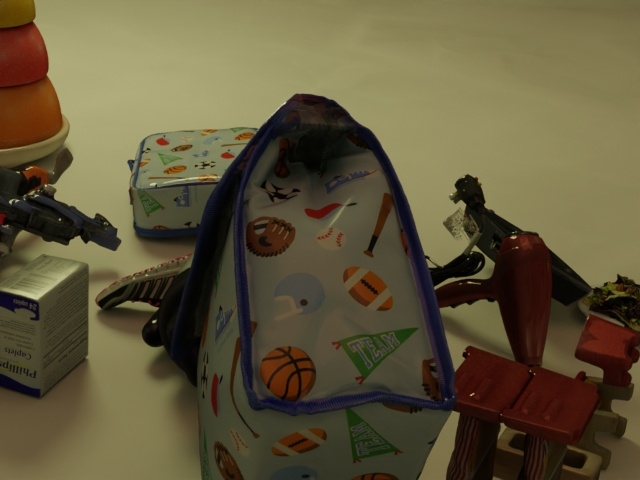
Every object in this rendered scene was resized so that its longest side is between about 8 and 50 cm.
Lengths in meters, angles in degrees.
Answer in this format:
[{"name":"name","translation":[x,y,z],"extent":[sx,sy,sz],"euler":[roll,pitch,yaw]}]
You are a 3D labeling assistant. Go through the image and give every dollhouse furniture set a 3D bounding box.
[{"name":"dollhouse furniture set","translation":[0.250,0.198,1.369],"extent":[0.152,0.201,0.374],"euler":[16,26,22]}]

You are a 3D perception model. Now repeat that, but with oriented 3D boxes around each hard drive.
[{"name":"hard drive","translation":[0.315,0.019,1.888],"extent":[0.172,0.054,0.254],"euler":[29,10,-16]}]

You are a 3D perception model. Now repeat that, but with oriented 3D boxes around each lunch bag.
[{"name":"lunch bag","translation":[-0.212,-0.104,2.055],"extent":[0.243,0.115,0.303],"euler":[-6,23,-1]},{"name":"lunch bag","translation":[-0.026,0.088,1.248],"extent":[0.239,0.328,0.385],"euler":[3,52,-12]}]

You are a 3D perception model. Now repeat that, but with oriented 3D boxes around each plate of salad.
[{"name":"plate of salad","translation":[0.494,0.101,1.843],"extent":[0.200,0.048,0.200],"euler":[4,24,-2]}]

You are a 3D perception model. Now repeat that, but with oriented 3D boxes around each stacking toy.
[{"name":"stacking toy","translation":[-0.631,-0.394,2.169],"extent":[0.351,0.480,0.350],"euler":[5,23,-2]}]

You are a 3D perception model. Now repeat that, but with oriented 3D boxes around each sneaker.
[{"name":"sneaker","translation":[-0.234,0.075,1.711],"extent":[0.170,0.074,0.063],"euler":[-20,1,-7]}]

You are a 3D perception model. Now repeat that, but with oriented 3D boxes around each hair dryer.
[{"name":"hair dryer","translation":[0.242,0.069,1.735],"extent":[0.080,0.223,0.293],"euler":[8,35,-40]}]

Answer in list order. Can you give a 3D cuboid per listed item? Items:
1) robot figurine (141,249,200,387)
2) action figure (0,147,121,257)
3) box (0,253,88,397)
[{"name":"robot figurine","translation":[-0.114,0.081,1.582],"extent":[0.209,0.173,0.278],"euler":[18,25,4]},{"name":"action figure","translation":[-0.483,-0.041,1.863],"extent":[0.341,0.178,0.330],"euler":[26,30,-11]},{"name":"box","translation":[-0.352,0.105,1.516],"extent":[0.072,0.137,0.126],"euler":[12,24,16]}]
